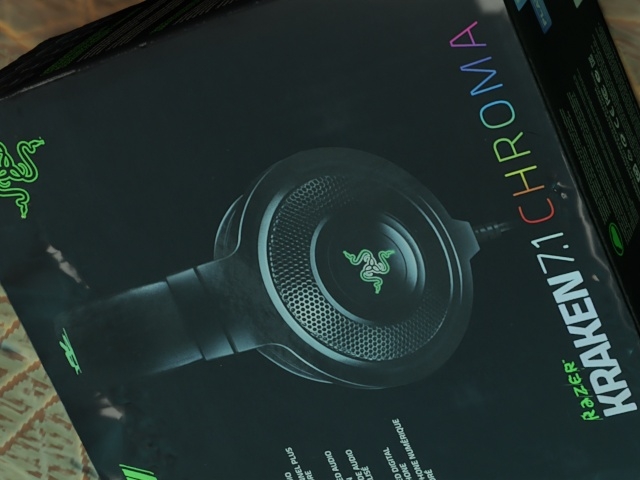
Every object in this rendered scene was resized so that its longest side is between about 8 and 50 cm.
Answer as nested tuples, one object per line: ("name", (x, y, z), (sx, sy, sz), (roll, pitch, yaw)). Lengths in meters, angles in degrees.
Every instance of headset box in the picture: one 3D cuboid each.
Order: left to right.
("headset box", (0.000, 0.000, 0.799), (0.283, 0.131, 0.246), (-16, 107, 25))
